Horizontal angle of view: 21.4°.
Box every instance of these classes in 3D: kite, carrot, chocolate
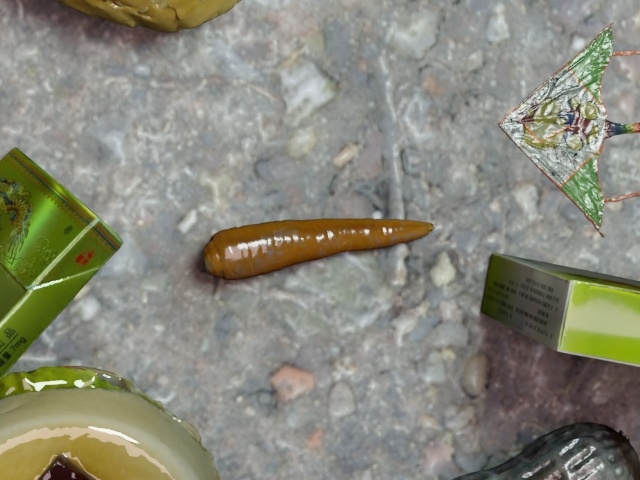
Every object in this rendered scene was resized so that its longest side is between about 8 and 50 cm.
[{"bbox_3d":[0.283,-0.102,1.560,0.244,0.006,0.198,-1,91,-9],"label":"kite"},{"bbox_3d":[0.000,0.000,1.503,0.216,0.048,0.048,-9,92,-14],"label":"carrot"},{"bbox_3d":[0.175,0.240,1.499,0.248,0.110,0.110,-30,95,-5],"label":"chocolate"}]

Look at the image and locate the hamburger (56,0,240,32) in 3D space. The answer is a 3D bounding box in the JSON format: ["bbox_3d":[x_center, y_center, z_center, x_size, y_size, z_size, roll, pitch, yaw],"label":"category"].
[{"bbox_3d":[-0.163,-0.315,1.424,0.283,0.144,0.259,17,91,-3],"label":"hamburger"}]

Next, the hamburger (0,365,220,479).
[{"bbox_3d":[-0.213,0.251,1.409,0.302,0.170,0.302,-1,95,-10],"label":"hamburger"}]

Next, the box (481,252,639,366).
[{"bbox_3d":[0.251,0.064,1.429,0.175,0.260,0.062,11,92,-8],"label":"box"}]

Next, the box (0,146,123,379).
[{"bbox_3d":[-0.312,0.075,1.394,0.311,0.173,0.043,-48,130,-5],"label":"box"}]
